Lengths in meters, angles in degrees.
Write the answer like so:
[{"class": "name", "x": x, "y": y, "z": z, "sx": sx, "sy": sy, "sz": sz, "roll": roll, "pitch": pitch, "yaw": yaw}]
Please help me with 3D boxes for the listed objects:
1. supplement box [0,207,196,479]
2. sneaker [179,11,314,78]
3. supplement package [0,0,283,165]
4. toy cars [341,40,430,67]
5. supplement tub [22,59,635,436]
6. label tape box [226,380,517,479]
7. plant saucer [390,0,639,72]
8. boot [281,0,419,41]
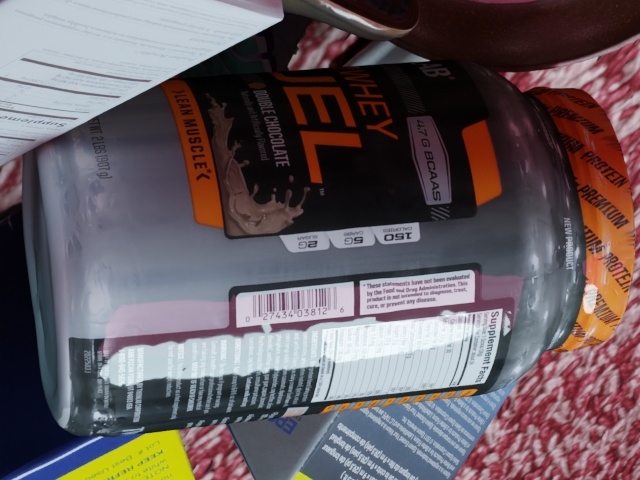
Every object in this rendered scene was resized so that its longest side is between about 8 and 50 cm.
[{"class": "supplement box", "x": -0.205, "y": 0.171, "z": 1.298, "sx": 0.194, "sy": 0.195, "sz": 0.356, "roll": -25, "pitch": 146, "yaw": -11}, {"class": "sneaker", "x": -0.028, "y": -0.133, "z": 1.155, "sx": 0.098, "sy": 0.083, "sz": 0.223, "roll": -21, "pitch": 145, "yaw": -27}, {"class": "supplement package", "x": -0.157, "y": -0.138, "z": 0.897, "sx": 0.244, "sy": 0.139, "sz": 0.134, "roll": -23, "pitch": 159, "yaw": 39}, {"class": "toy cars", "x": 0.108, "y": -0.151, "z": 1.239, "sx": 0.176, "sy": 0.087, "sz": 0.393, "roll": -17, "pitch": 144, "yaw": -23}, {"class": "supplement tub", "x": 0.000, "y": 0.000, "z": 1.073, "sx": 0.338, "sy": 0.207, "sz": 0.207, "roll": -5, "pitch": 141, "yaw": -14}, {"class": "label tape box", "x": 0.031, "y": 0.140, "z": 1.437, "sx": 0.333, "sy": 0.106, "sz": 0.240, "roll": -56, "pitch": 148, "yaw": -6}, {"class": "plant saucer", "x": 0.125, "y": -0.249, "z": 1.063, "sx": 0.311, "sy": 0.050, "sz": 0.310, "roll": -5, "pitch": 122, "yaw": -8}, {"class": "boot", "x": -0.056, "y": -0.155, "z": 1.038, "sx": 0.219, "sy": 0.082, "sz": 0.106, "roll": 29, "pitch": 136, "yaw": -6}]
